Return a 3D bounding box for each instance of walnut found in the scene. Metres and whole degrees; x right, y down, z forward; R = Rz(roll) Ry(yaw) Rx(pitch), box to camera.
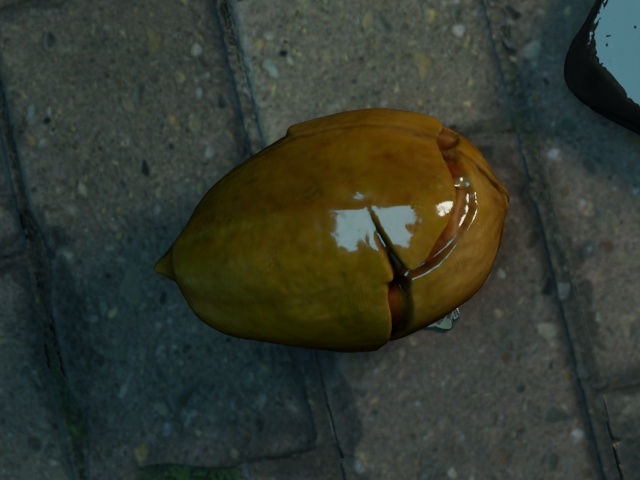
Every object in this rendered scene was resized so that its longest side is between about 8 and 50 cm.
[{"bbox_3d":[0.000,0.000,1.448,0.336,0.209,0.209,-12,86,24],"label":"walnut"}]

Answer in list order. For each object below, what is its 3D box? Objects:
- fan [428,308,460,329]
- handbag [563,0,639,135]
[{"bbox_3d":[0.091,0.050,1.521,0.083,0.004,0.056,16,93,16],"label":"fan"},{"bbox_3d":[0.386,-0.137,1.406,0.332,0.075,0.191,30,97,13],"label":"handbag"}]
